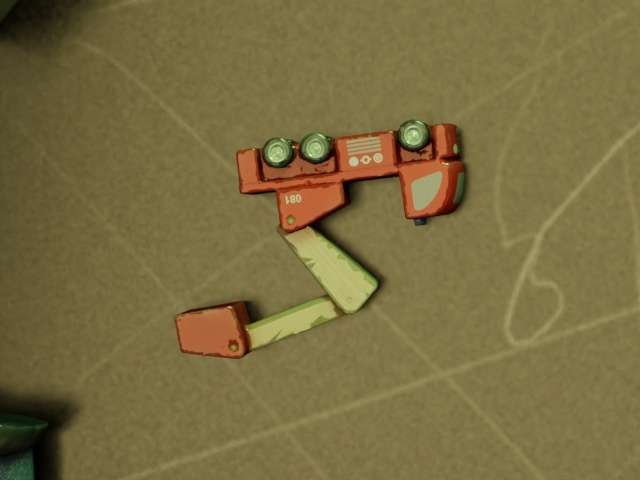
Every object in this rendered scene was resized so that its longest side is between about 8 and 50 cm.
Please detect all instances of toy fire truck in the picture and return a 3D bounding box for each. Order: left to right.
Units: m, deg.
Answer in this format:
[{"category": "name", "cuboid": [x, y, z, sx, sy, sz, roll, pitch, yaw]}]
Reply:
[{"category": "toy fire truck", "cuboid": [0.000, 0.000, 1.119, 0.192, 0.047, 0.135, -7, 90, 8]}]

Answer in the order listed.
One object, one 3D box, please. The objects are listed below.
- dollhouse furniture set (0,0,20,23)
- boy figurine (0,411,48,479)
[{"category": "dollhouse furniture set", "cuboid": [-0.315, -0.303, 1.098, 0.355, 0.174, 0.303, 44, 96, 5]}, {"category": "boy figurine", "cuboid": [-0.256, 0.248, 1.141, 0.177, 0.092, 0.285, 10, 89, 6]}]
